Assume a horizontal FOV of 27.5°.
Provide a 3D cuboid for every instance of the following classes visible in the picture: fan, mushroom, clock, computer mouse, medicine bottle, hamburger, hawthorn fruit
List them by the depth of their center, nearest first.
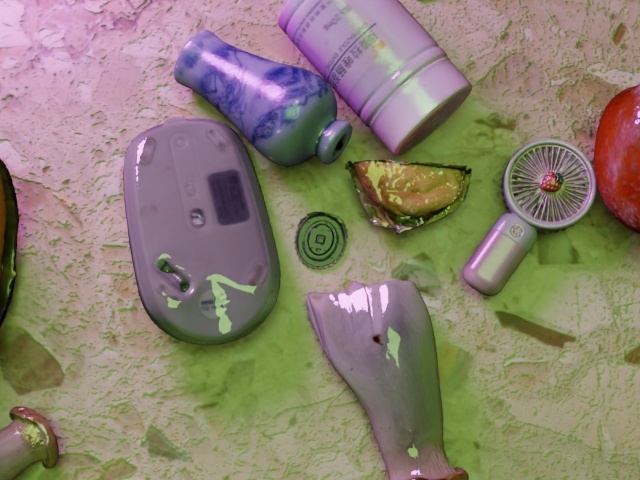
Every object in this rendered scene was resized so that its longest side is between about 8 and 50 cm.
[{"bbox_3d":[-0.453,0.304,1.741,0.212,0.088,0.097,-35,49,-13],"label":"mushroom"},{"bbox_3d":[0.477,-0.105,1.766,0.235,0.231,0.263,30,73,15],"label":"hawthorn fruit"},{"bbox_3d":[0.097,0.204,1.769,0.159,0.122,0.328,-23,77,31],"label":"mushroom"},{"bbox_3d":[-0.166,-0.014,1.805,0.197,0.095,0.331,-7,69,-12],"label":"computer mouse"},{"bbox_3d":[0.286,-0.029,1.826,0.130,0.074,0.244,34,81,5],"label":"fan"},{"bbox_3d":[0.076,-0.258,1.826,0.152,0.152,0.254,-39,81,-8],"label":"medicine bottle"},{"bbox_3d":[0.120,-0.059,1.829,0.176,0.087,0.102,3,91,-9],"label":"hamburger"},{"bbox_3d":[0.000,0.000,1.846,0.074,0.010,0.083,12,79,1],"label":"clock"}]

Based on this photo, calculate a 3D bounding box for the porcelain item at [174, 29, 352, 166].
[{"bbox_3d":[-0.078,-0.195,1.824,0.259,0.141,0.141,31,80,15],"label":"porcelain item"}]

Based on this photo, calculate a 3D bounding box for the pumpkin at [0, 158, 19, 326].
[{"bbox_3d":[-0.527,0.027,1.710,0.225,0.256,0.303,11,56,5],"label":"pumpkin"}]
